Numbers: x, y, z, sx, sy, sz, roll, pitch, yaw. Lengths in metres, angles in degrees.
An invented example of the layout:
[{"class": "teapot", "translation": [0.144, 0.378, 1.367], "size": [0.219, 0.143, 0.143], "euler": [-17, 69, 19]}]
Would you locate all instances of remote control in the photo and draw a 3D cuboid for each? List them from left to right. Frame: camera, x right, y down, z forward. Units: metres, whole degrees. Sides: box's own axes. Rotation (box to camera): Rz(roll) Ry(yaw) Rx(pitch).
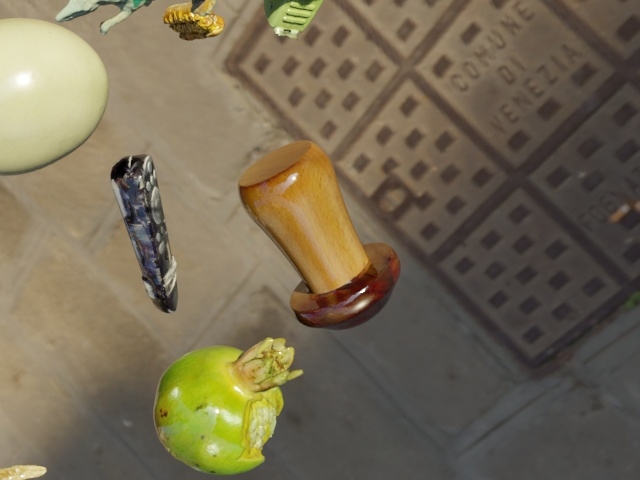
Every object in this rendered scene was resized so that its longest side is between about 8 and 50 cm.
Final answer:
[{"class": "remote control", "translation": [-0.268, -0.006, 1.533], "size": [0.066, 0.090, 0.266], "euler": [-1, 118, 13]}]

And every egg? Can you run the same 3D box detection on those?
[{"class": "egg", "translation": [-0.435, -0.203, 1.418], "size": [0.269, 0.219, 0.219], "euler": [-9, 114, -4]}]

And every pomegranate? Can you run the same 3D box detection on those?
[{"class": "pomegranate", "translation": [-0.157, 0.268, 1.734], "size": [0.236, 0.236, 0.302], "euler": [43, 125, 7]}]

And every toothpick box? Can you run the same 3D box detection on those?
[{"class": "toothpick box", "translation": [0.000, 0.000, 1.569], "size": [0.192, 0.192, 0.294], "euler": [-12, 117, 37]}]

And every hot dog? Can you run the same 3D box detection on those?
[{"class": "hot dog", "translation": [-0.212, -0.367, 1.677], "size": [0.071, 0.045, 0.165], "euler": [46, 166, -27]}]

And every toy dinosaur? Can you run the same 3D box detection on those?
[{"class": "toy dinosaur", "translation": [-0.095, -0.195, 0.702], "size": [0.187, 0.106, 0.044], "euler": [-25, 83, 0]}]

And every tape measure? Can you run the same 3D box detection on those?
[{"class": "tape measure", "translation": [-0.040, -0.488, 1.761], "size": [0.200, 0.106, 0.175], "euler": [-51, 48, 45]}]

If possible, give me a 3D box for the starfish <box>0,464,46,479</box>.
[{"class": "starfish", "translation": [-0.567, 0.427, 1.429], "size": [0.327, 0.375, 0.094], "euler": [43, 145, -1]}]
